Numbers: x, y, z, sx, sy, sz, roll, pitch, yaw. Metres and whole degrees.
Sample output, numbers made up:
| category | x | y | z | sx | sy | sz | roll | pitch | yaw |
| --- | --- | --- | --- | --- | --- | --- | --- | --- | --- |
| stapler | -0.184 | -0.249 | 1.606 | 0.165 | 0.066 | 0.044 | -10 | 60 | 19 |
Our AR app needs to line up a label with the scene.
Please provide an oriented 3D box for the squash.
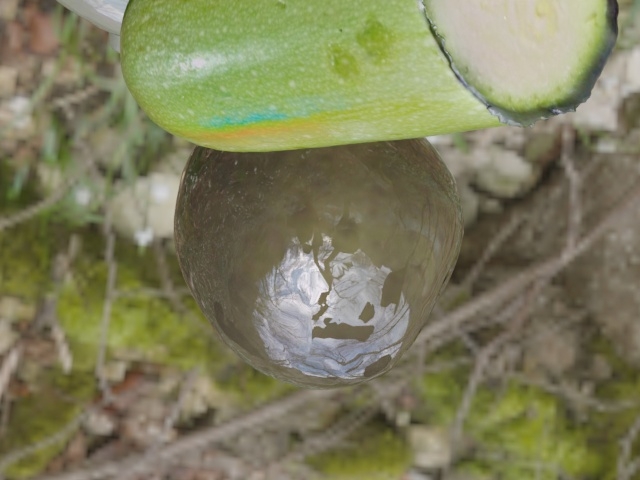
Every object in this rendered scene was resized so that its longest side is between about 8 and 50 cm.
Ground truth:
| category | x | y | z | sx | sy | sz | roll | pitch | yaw |
| --- | --- | --- | --- | --- | --- | --- | --- | --- | --- |
| squash | -0.005 | -0.071 | 0.593 | 0.095 | 0.095 | 0.188 | 22 | 160 | -41 |

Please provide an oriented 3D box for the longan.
| category | x | y | z | sx | sy | sz | roll | pitch | yaw |
| --- | --- | --- | --- | --- | --- | --- | --- | --- | --- |
| longan | 0.000 | 0.000 | 1.374 | 0.246 | 0.246 | 0.215 | 10 | 154 | -15 |

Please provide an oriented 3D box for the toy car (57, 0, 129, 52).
| category | x | y | z | sx | sy | sz | roll | pitch | yaw |
| --- | --- | --- | --- | --- | --- | --- | --- | --- | --- |
| toy car | -0.123 | -0.251 | 0.716 | 0.226 | 0.242 | 0.336 | -14 | 138 | 13 |
